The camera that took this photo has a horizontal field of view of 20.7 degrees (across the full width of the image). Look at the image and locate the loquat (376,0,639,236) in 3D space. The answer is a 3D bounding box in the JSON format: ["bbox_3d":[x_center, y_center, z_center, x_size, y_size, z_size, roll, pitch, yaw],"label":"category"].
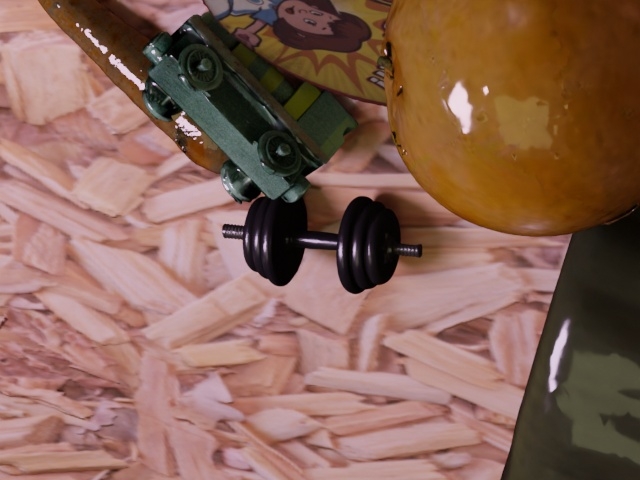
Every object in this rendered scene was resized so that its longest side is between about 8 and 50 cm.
[{"bbox_3d":[0.169,-0.126,1.310,0.263,0.263,0.263,14,131,17],"label":"loquat"}]

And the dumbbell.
[{"bbox_3d":[0.000,0.000,1.721,0.208,0.099,0.099,6,128,22],"label":"dumbbell"}]

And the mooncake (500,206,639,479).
[{"bbox_3d":[0.281,0.093,1.492,0.187,0.351,0.351,17,132,12],"label":"mooncake"}]

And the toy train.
[{"bbox_3d":[-0.072,-0.130,1.635,0.200,0.132,0.083,48,140,-11],"label":"toy train"}]

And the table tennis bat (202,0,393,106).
[{"bbox_3d":[0.089,-0.180,1.519,0.414,0.051,0.268,18,157,0],"label":"table tennis bat"}]

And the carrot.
[{"bbox_3d":[-0.185,-0.175,1.702,0.298,0.078,0.078,40,133,0],"label":"carrot"}]
